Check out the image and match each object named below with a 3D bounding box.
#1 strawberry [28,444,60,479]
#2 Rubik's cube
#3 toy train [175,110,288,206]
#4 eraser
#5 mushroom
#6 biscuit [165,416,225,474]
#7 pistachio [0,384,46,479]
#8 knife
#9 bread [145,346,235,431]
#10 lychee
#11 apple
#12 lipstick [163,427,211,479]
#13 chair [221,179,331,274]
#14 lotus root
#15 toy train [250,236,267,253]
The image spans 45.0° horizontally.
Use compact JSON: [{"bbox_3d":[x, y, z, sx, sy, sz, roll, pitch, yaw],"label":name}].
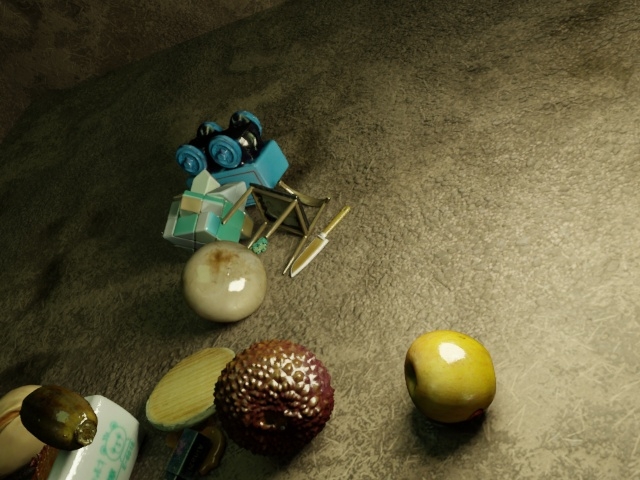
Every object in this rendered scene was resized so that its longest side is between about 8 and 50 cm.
[{"bbox_3d":[-0.651,0.563,1.926,0.145,0.086,0.145,-24,36,19],"label":"strawberry"},{"bbox_3d":[-0.325,-0.077,2.228,0.224,0.265,0.213,-7,61,35],"label":"Rubik's cube"},{"bbox_3d":[-0.266,-0.232,2.339,0.300,0.265,0.188,-9,35,35],"label":"toy train"},{"bbox_3d":[-0.521,0.526,1.775,0.104,0.189,0.290,-19,39,30],"label":"eraser"},{"bbox_3d":[-0.254,0.110,2.022,0.226,0.226,0.178,-56,-1,-24],"label":"mushroom"},{"bbox_3d":[-0.284,0.463,1.788,0.184,0.027,0.133,5,53,40],"label":"biscuit"},{"bbox_3d":[-0.809,0.513,2.056,0.299,0.187,0.187,-43,36,1],"label":"pistachio"},{"bbox_3d":[0.000,-0.001,2.072,0.256,0.022,0.046,-48,42,-16],"label":"knife"},{"bbox_3d":[-0.304,0.361,1.873,0.267,0.040,0.267,-22,27,12],"label":"bread"},{"bbox_3d":[-0.093,0.315,1.632,0.271,0.271,0.271,-22,39,19],"label":"lychee"},{"bbox_3d":[0.247,0.257,1.470,0.155,0.182,0.182,-6,37,-9],"label":"apple"},{"bbox_3d":[-0.334,0.564,1.675,0.051,0.051,0.312,4,59,40],"label":"lipstick"},{"bbox_3d":[-0.112,-0.076,2.110,0.188,0.166,0.272,17,57,32],"label":"chair"},{"bbox_3d":[-0.581,0.391,1.713,0.241,0.123,0.124,4,61,47],"label":"lotus root"},{"bbox_3d":[-0.193,0.023,2.199,0.092,0.029,0.045,-24,30,19],"label":"toy train"}]
